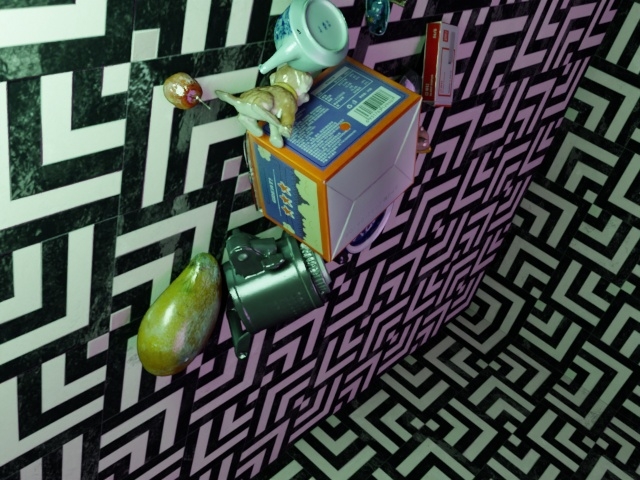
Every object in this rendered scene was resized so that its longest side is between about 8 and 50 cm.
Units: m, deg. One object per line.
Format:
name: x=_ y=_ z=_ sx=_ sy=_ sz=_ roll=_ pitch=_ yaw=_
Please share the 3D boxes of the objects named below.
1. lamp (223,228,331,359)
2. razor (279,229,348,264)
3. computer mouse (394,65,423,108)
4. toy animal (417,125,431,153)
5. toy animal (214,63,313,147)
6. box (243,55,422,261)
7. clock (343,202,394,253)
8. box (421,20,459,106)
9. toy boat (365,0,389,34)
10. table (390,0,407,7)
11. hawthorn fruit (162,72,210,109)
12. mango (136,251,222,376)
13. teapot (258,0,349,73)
lamp: x=-0.109 y=0.118 z=1.749 sx=0.273 sy=0.205 sz=0.373 roll=-8 pitch=137 yaw=-12
razor: x=-0.002 y=-0.002 z=1.985 sx=0.327 sy=0.107 sz=0.189 roll=-12 pitch=130 yaw=-54
computer mouse: x=0.268 y=-0.417 z=1.972 sx=0.126 sy=0.071 sz=0.231 roll=-51 pitch=155 yaw=-6
toy animal: x=0.308 y=-0.325 z=2.161 sx=0.114 sy=0.092 sz=0.081 roll=5 pitch=90 yaw=-75
toy animal: x=-0.110 y=-0.323 z=1.433 sx=0.104 sy=0.184 sz=0.185 roll=-18 pitch=-138 yaw=61
box: x=0.035 y=-0.201 z=1.636 sx=0.349 sy=0.257 sz=0.318 roll=-43 pitch=154 yaw=-22
clock: x=0.112 y=-0.077 z=1.894 sx=0.230 sy=0.083 sz=0.230 roll=-42 pitch=150 yaw=-32
box: x=0.341 y=-0.499 z=1.923 sx=0.123 sy=0.050 sz=0.229 roll=-12 pitch=109 yaw=-52
toy boat: x=0.134 y=-0.546 z=1.598 sx=0.137 sy=0.060 sz=0.060 roll=92 pitch=20 yaw=-55
table: x=0.102 y=-0.599 z=1.355 sx=0.193 sy=0.169 sz=0.172 roll=-2 pitch=124 yaw=-59
hawthorn fruit: x=-0.243 y=-0.273 z=1.256 sx=0.067 sy=0.103 sz=0.066 roll=-41 pitch=145 yaw=-37
mango: x=-0.332 y=0.177 z=1.629 sx=0.316 sy=0.146 sz=0.193 roll=-67 pitch=156 yaw=-5
teapot: x=-0.032 y=-0.422 z=1.407 sx=0.232 sy=0.159 sz=0.158 roll=-47 pitch=155 yaw=-38
